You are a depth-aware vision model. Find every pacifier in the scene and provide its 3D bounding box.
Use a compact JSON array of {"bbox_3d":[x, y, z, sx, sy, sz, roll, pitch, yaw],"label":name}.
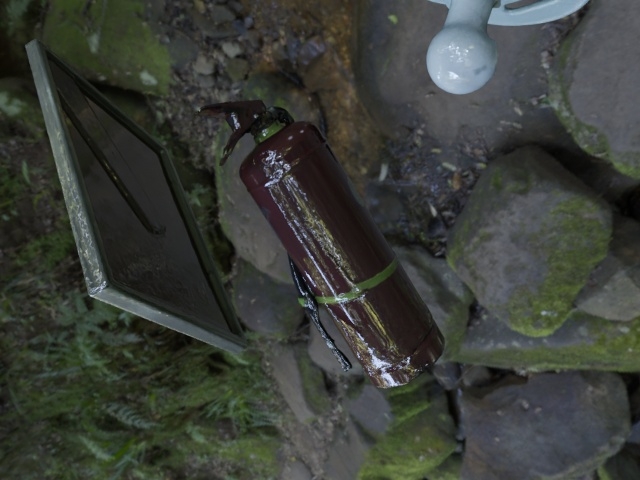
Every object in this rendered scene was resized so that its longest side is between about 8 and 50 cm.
[{"bbox_3d":[0.208,-0.340,0.834,0.288,0.343,0.269,9,82,58],"label":"pacifier"}]

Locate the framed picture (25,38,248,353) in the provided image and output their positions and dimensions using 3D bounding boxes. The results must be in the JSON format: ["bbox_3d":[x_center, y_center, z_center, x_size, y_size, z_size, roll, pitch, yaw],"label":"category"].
[{"bbox_3d":[-0.192,-0.042,0.623,0.324,0.020,0.240,61,-171,28],"label":"framed picture"}]

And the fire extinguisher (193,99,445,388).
[{"bbox_3d":[0.000,0.000,0.595,0.105,0.141,0.341,-22,109,37],"label":"fire extinguisher"}]
